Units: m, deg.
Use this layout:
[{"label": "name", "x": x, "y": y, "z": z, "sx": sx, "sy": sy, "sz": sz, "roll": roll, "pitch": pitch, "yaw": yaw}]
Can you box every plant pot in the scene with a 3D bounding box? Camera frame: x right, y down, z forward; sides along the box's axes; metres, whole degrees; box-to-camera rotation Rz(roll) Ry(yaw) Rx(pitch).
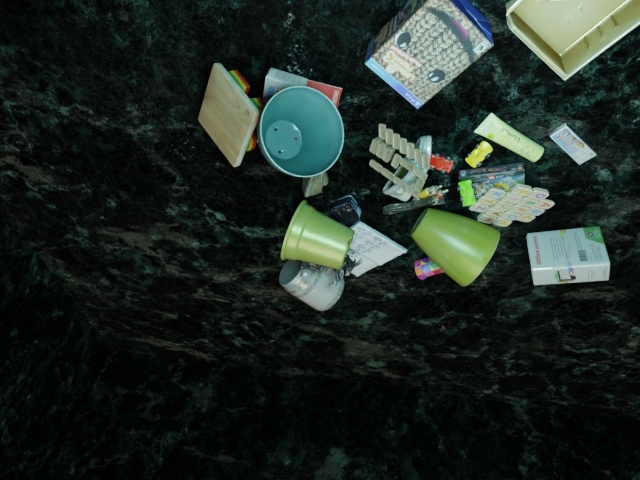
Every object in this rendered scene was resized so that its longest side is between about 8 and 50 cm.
[{"label": "plant pot", "x": 0.000, "y": 0.000, "z": 2.067, "sx": 0.254, "sy": 0.276, "sz": 0.276, "roll": 21, "pitch": 140, "yaw": 5}, {"label": "plant pot", "x": -0.092, "y": -0.353, "z": 1.647, "sx": 0.290, "sy": 0.290, "sz": 0.195, "roll": 32, "pitch": 170, "yaw": -22}, {"label": "plant pot", "x": 0.531, "y": -0.002, "z": 2.008, "sx": 0.294, "sy": 0.274, "sz": 0.274, "roll": 31, "pitch": 139, "yaw": 1}]

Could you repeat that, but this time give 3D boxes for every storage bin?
[{"label": "storage bin", "x": 0.690, "y": -0.630, "z": 1.315, "sx": 0.261, "sy": 0.123, "sz": 0.262, "roll": 30, "pitch": 137, "yaw": -21}]

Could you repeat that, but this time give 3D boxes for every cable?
[{"label": "cable", "x": 0.392, "y": -0.165, "z": 1.998, "sx": 0.140, "sy": 0.072, "sz": 0.287, "roll": 4, "pitch": 169, "yaw": -43}]

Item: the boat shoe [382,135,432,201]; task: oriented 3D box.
[{"label": "boat shoe", "x": 0.332, "y": -0.270, "z": 1.831, "sx": 0.103, "sy": 0.118, "sz": 0.320, "roll": 12, "pitch": 147, "yaw": -7}]

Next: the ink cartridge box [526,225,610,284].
[{"label": "ink cartridge box", "x": 1.003, "y": 0.064, "z": 1.984, "sx": 0.279, "sy": 0.201, "sz": 0.117, "roll": -7, "pitch": 136, "yaw": 21}]

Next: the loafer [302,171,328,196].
[{"label": "loafer", "x": -0.012, "y": -0.269, "z": 1.948, "sx": 0.088, "sy": 0.094, "sz": 0.251, "roll": -6, "pitch": 153, "yaw": -17}]

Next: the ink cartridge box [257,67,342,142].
[{"label": "ink cartridge box", "x": -0.083, "y": -0.449, "z": 1.760, "sx": 0.261, "sy": 0.066, "sz": 0.296, "roll": 15, "pitch": 140, "yaw": -2}]

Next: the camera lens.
[{"label": "camera lens", "x": -0.037, "y": 0.201, "z": 2.385, "sx": 0.274, "sy": 0.219, "sz": 0.219, "roll": 36, "pitch": 134, "yaw": -26}]

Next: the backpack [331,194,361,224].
[{"label": "backpack", "x": 0.117, "y": -0.131, "z": 2.065, "sx": 0.105, "sy": 0.084, "sz": 0.114, "roll": -20, "pitch": 126, "yaw": 33}]

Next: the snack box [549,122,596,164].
[{"label": "snack box", "x": 0.879, "y": -0.335, "z": 1.690, "sx": 0.178, "sy": 0.022, "sz": 0.064, "roll": 32, "pitch": 137, "yaw": -23}]

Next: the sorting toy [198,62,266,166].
[{"label": "sorting toy", "x": -0.304, "y": -0.442, "z": 1.713, "sx": 0.257, "sy": 0.089, "sz": 0.255, "roll": 52, "pitch": 138, "yaw": 17}]

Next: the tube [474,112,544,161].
[{"label": "tube", "x": 0.663, "y": -0.354, "z": 1.696, "sx": 0.240, "sy": 0.062, "sz": 0.070, "roll": 27, "pitch": 97, "yaw": -10}]

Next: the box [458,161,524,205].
[{"label": "box", "x": 0.659, "y": -0.213, "z": 1.868, "sx": 0.233, "sy": 0.044, "sz": 0.159, "roll": -5, "pitch": 137, "yaw": 19}]

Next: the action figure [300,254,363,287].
[{"label": "action figure", "x": 0.050, "y": 0.123, "z": 2.206, "sx": 0.276, "sy": 0.164, "sz": 0.140, "roll": 3, "pitch": 109, "yaw": -2}]

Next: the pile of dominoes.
[{"label": "pile of dominoes", "x": 0.293, "y": -0.297, "z": 1.765, "sx": 0.251, "sy": 0.040, "sz": 0.195, "roll": 39, "pitch": 143, "yaw": 19}]

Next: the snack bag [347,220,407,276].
[{"label": "snack bag", "x": 0.175, "y": 0.053, "z": 2.270, "sx": 0.323, "sy": 0.037, "sz": 0.343, "roll": 28, "pitch": 138, "yaw": -32}]

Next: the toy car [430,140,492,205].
[{"label": "toy car", "x": 0.531, "y": -0.240, "z": 1.804, "sx": 0.239, "sy": 0.053, "sz": 0.224, "roll": -11, "pitch": 104, "yaw": 25}]

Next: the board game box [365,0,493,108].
[{"label": "board game box", "x": 0.318, "y": -0.586, "z": 1.443, "sx": 0.232, "sy": 0.141, "sz": 0.291, "roll": 32, "pitch": 136, "yaw": -22}]

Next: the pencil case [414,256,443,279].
[{"label": "pencil case", "x": 0.551, "y": 0.108, "z": 2.230, "sx": 0.237, "sy": 0.104, "sz": 0.104, "roll": -19, "pitch": 131, "yaw": 33}]

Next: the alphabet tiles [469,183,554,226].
[{"label": "alphabet tiles", "x": 0.746, "y": -0.132, "z": 1.902, "sx": 0.278, "sy": 0.021, "sz": 0.284, "roll": 11, "pitch": 153, "yaw": -12}]
